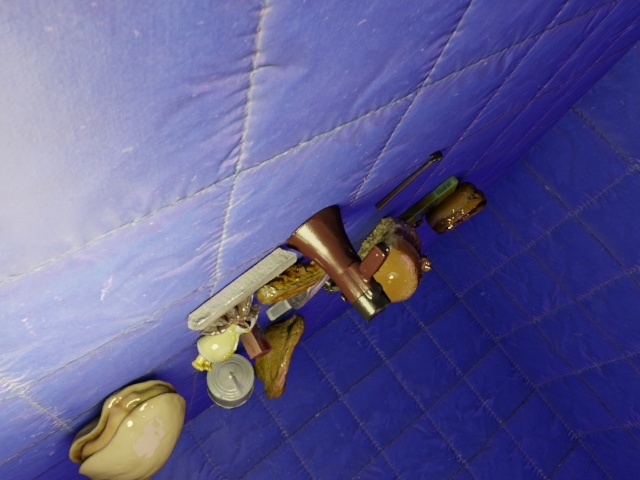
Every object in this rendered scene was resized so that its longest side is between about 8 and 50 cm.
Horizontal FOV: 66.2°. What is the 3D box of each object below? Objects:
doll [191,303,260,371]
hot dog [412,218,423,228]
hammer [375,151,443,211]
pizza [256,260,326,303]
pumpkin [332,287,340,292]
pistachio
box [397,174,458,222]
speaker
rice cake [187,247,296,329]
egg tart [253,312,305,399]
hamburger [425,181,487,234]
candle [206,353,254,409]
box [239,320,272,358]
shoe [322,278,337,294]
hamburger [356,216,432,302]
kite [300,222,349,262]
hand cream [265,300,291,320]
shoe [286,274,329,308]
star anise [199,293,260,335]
[{"bbox_3d":[-0.313,0.327,1.675,0.296,0.117,0.141,-41,149,8],"label":"doll"},{"bbox_3d":[0.468,-0.085,2.442,0.090,0.060,0.140,-30,169,-31],"label":"hot dog"},{"bbox_3d":[0.311,-0.206,1.730,0.297,0.027,0.125,-40,167,11],"label":"hammer"},{"bbox_3d":[-0.134,0.162,1.675,0.268,0.087,0.258,-23,168,-36],"label":"pizza"},{"bbox_3d":[0.125,0.166,2.333,0.217,0.110,0.217,-33,178,-1],"label":"pumpkin"},{"bbox_3d":[-0.630,0.645,1.633,0.365,0.281,0.445,-8,135,-48],"label":"pistachio"},{"bbox_3d":[0.488,-0.161,2.290,0.335,0.047,0.187,-38,167,1],"label":"box"},{"bbox_3d":[0.094,0.044,1.403,0.259,0.329,0.198,-53,161,27],"label":"speaker"},{"bbox_3d":[-0.224,0.135,1.404,0.365,0.056,0.073,-37,161,-3],"label":"rice cake"},{"bbox_3d":[-0.209,0.541,2.367,0.443,0.178,0.443,-160,-90,-87],"label":"egg tart"},{"bbox_3d":[0.674,-0.157,2.448,0.304,0.174,0.284,-42,180,11],"label":"hamburger"},{"bbox_3d":[-0.408,0.634,2.233,0.221,0.221,0.342,-32,162,-24],"label":"candle"},{"bbox_3d":[-0.260,0.380,1.908,0.060,0.156,0.111,-33,166,10],"label":"box"},{"bbox_3d":[0.063,0.151,2.077,0.227,0.112,0.099,-23,159,-43],"label":"shoe"},{"bbox_3d":[0.297,0.104,2.039,0.445,0.287,0.268,-53,-164,46],"label":"hamburger"},{"bbox_3d":[-0.001,-0.001,1.637,0.222,0.008,0.125,-39,166,6],"label":"kite"},{"bbox_3d":[-0.110,0.235,1.998,0.255,0.079,0.048,-38,153,11],"label":"hand cream"},{"bbox_3d":[-0.035,0.165,1.913,0.245,0.095,0.137,-52,159,26],"label":"shoe"},{"bbox_3d":[-0.273,0.232,1.525,0.208,0.063,0.172,-3,133,-38],"label":"star anise"}]
